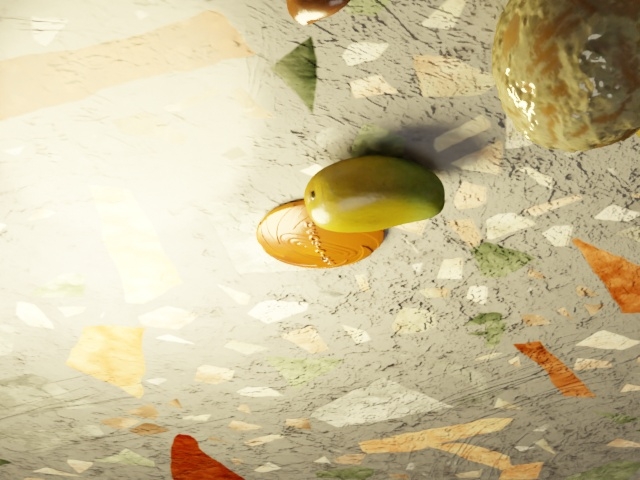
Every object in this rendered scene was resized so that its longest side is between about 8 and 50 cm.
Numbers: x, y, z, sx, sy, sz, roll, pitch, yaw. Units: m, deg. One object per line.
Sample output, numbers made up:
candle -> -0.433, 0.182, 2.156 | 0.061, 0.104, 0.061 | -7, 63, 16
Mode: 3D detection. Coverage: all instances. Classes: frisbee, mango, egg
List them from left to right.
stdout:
frisbee -> 0.000, 0.000, 1.759 | 0.192, 0.035, 0.192 | 0, 148, 0
mango -> 0.076, -0.061, 1.603 | 0.194, 0.092, 0.130 | 4, 148, -17
egg -> 0.287, -0.206, 1.266 | 0.203, 0.203, 0.245 | 7, 142, -12

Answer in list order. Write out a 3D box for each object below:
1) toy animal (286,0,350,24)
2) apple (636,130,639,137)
toy animal -> -0.099, -0.351, 1.020 | 0.191, 0.216, 0.338 | 7, 159, 47
apple -> 0.509, -0.156, 1.435 | 0.265, 0.120, 0.193 | -16, 157, 29
